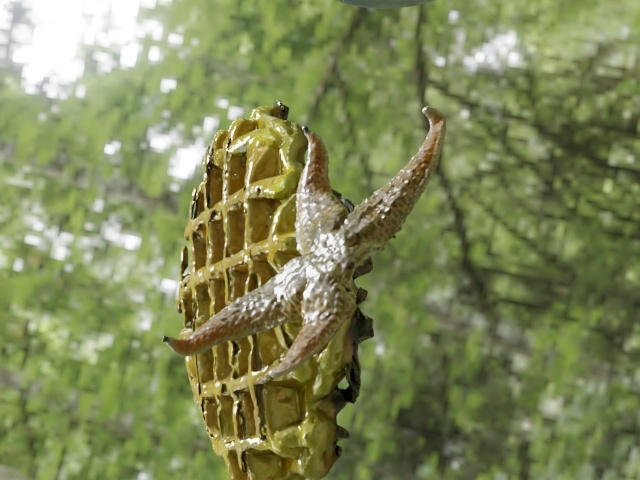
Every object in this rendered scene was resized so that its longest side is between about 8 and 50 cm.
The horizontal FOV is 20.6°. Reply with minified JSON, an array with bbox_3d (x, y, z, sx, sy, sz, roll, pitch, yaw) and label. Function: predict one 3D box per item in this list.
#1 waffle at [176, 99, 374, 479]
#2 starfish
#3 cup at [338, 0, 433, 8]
[{"bbox_3d":[-0.064,0.069,1.818,0.382,0.095,0.379,-123,39,-52],"label":"waffle"},{"bbox_3d":[0.000,0.001,1.323,0.247,0.138,0.050,-55,-47,-17],"label":"starfish"},{"bbox_3d":[0.018,-0.290,1.138,0.312,0.205,0.205,-119,22,-51],"label":"cup"}]
